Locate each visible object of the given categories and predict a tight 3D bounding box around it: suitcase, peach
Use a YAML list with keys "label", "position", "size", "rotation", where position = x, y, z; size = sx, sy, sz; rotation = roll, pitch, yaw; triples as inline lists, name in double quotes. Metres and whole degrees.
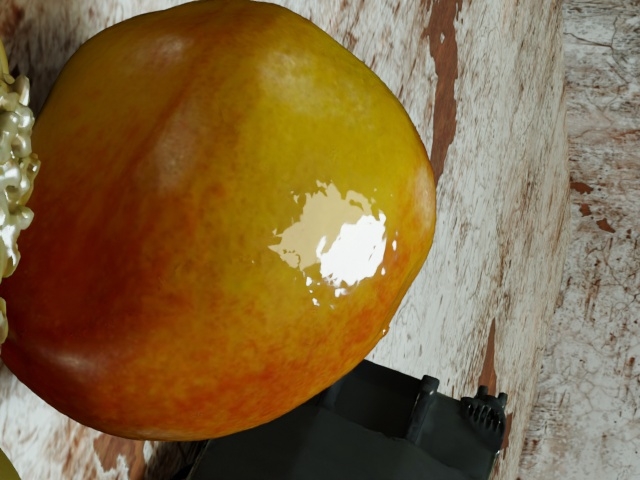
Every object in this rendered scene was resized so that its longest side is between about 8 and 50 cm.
- label: "suitcase"
  position: [-0.008, 0.275, 1.361]
  size: [0.434, 0.283, 0.194]
  rotation: [-64, 172, -50]
- label: "peach"
  position: [-0.076, -0.002, 1.040]
  size: [0.308, 0.289, 0.289]
  rotation: [-76, 162, -45]

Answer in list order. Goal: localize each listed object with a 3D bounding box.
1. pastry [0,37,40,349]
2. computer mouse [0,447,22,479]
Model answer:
- label: "pastry"
  position: [-0.207, -0.046, 0.680]
  size: [0.311, 0.161, 0.255]
  rotation: [91, -11, -50]
- label: "computer mouse"
  position: [-0.241, 0.193, 0.883]
  size: [0.126, 0.056, 0.245]
  rotation: [55, 35, -24]
